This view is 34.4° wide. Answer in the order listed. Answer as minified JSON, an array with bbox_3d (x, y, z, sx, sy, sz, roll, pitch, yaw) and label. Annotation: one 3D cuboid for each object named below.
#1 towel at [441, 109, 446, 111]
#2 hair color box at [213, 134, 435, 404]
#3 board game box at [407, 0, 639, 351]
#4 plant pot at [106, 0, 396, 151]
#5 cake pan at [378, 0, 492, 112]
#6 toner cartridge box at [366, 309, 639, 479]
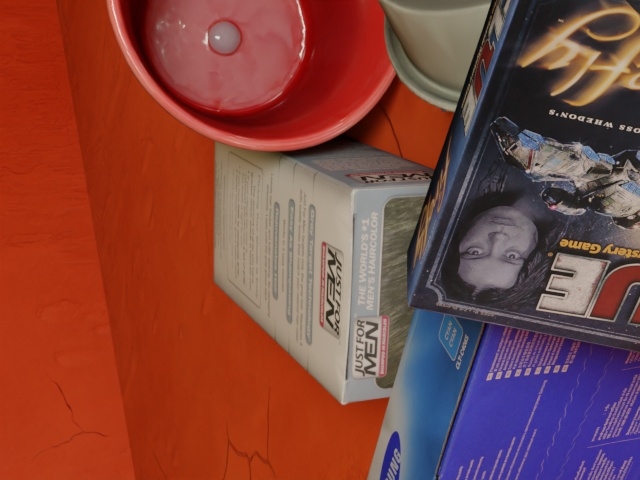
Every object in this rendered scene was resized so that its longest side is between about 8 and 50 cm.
[{"bbox_3d":[0.109,-0.302,0.795,0.243,0.040,0.336,136,126,-63],"label":"towel"},{"bbox_3d":[0.000,0.000,1.010,0.374,0.114,0.185,-147,56,-64],"label":"hair color box"},{"bbox_3d":[0.173,-0.021,0.423,0.042,0.243,0.165,-85,7,-52],"label":"board game box"},{"bbox_3d":[-0.076,-0.216,0.999,0.243,0.275,0.274,-171,78,-76],"label":"plant pot"},{"bbox_3d":[0.135,-0.191,0.501,0.293,0.054,0.293,-30,38,26],"label":"cake pan"},{"bbox_3d":[0.140,0.059,0.614,0.075,0.165,0.347,-120,34,-49],"label":"toner cartridge box"}]
